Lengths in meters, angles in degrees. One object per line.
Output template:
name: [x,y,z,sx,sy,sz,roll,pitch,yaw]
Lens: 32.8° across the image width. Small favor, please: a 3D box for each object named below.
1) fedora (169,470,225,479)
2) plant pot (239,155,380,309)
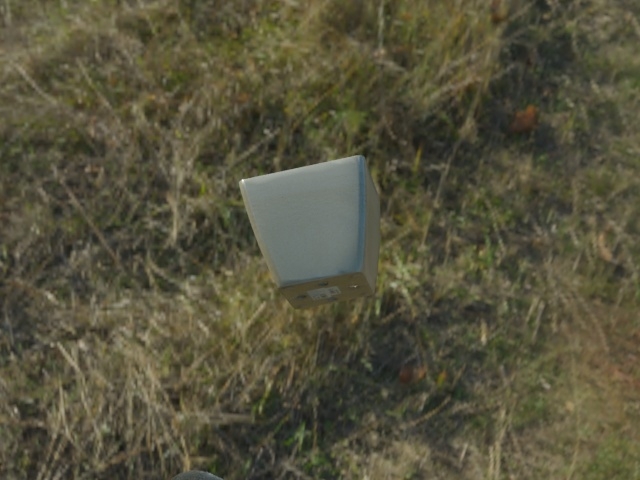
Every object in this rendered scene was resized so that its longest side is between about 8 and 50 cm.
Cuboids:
fedora: [-0.050,0.378,1.070,0.152,0.334,0.334,-10,47,-35]
plant pot: [0.000,0.000,0.941,0.109,0.109,0.096,-12,70,6]
